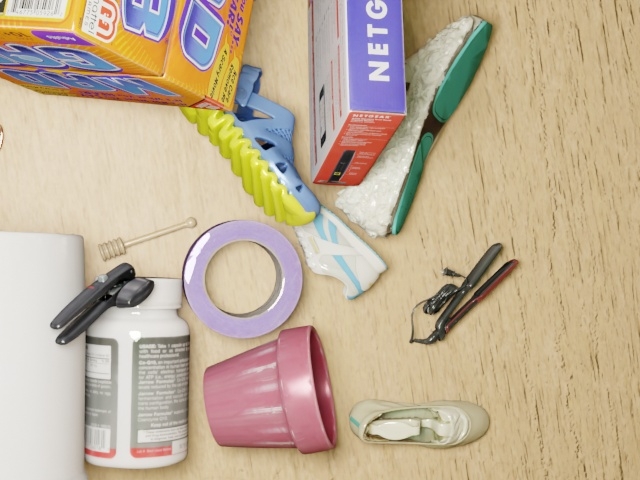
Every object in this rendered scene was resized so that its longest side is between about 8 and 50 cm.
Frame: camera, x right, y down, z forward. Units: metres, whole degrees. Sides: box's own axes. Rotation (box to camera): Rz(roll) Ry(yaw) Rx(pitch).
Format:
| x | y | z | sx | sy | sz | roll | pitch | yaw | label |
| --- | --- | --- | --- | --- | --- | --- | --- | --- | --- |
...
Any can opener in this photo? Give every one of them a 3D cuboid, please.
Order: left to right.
| x | y | z | sx | sy | sz | roll | pitch | yaw | label |
| --- | --- | --- | --- | --- | --- | --- | --- | --- | --- |
| -0.314 | 0.085 | 1.479 | 0.186 | 0.073 | 0.059 | -36 | 115 | -52 | can opener |

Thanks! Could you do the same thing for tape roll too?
| x | y | z | sx | sy | sz | roll | pitch | yaw | label |
| --- | --- | --- | --- | --- | --- | --- | --- | --- | --- |
| -0.127 | 0.060 | 1.693 | 0.189 | 0.080 | 0.189 | 0 | 91 | -11 | tape roll |

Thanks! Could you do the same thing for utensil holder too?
| x | y | z | sx | sy | sz | roll | pitch | yaw | label |
| --- | --- | --- | --- | --- | --- | --- | --- | --- | --- |
| -0.497 | 0.180 | 1.512 | 0.327 | 0.327 | 0.385 | 1 | 88 | -10 | utensil holder |

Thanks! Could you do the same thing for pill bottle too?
| x | y | z | sx | sy | sz | roll | pitch | yaw | label |
| --- | --- | --- | --- | --- | --- | --- | --- | --- | --- |
| -0.282 | 0.198 | 1.624 | 0.161 | 0.161 | 0.283 | 2 | 89 | -10 | pill bottle |

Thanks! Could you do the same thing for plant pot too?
| x | y | z | sx | sy | sz | roll | pitch | yaw | label |
| --- | --- | --- | --- | --- | --- | --- | --- | --- | --- |
| -0.081 | 0.246 | 1.657 | 0.180 | 0.201 | 0.201 | -12 | 93 | 6 | plant pot |

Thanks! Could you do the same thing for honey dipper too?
| x | y | z | sx | sy | sz | roll | pitch | yaw | label |
| --- | --- | --- | --- | --- | --- | --- | --- | --- | --- |
| -0.277 | -0.007 | 1.692 | 0.160 | 0.030 | 0.030 | -21 | 95 | -13 | honey dipper |

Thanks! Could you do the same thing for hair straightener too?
| x | y | z | sx | sy | sz | roll | pitch | yaw | label |
| --- | --- | --- | --- | --- | --- | --- | --- | --- | --- |
| 0.226 | 0.085 | 1.780 | 0.230 | 0.047 | 0.089 | -44 | 98 | -2 | hair straightener |

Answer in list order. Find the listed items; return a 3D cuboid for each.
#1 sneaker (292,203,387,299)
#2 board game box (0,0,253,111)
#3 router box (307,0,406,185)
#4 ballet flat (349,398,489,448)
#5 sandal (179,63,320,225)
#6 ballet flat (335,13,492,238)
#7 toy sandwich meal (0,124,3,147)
| x | y | z | sx | sy | sz | roll | pitch | yaw | label |
| --- | --- | --- | --- | --- | --- | --- | --- | --- | --- |
| 0.000 | 0.000 | 1.712 | 0.228 | 0.087 | 0.092 | 42 | 89 | -5 | sneaker |
| -0.322 | -0.402 | 1.422 | 0.356 | 0.356 | 0.356 | 9 | 86 | 27 | board game box |
| 0.046 | -0.285 | 1.566 | 0.082 | 0.301 | 0.335 | 2 | 75 | -10 | router box |
| 0.172 | 0.310 | 1.750 | 0.248 | 0.086 | 0.086 | 2 | 91 | -11 | ballet flat |
| -0.092 | -0.164 | 1.648 | 0.138 | 0.126 | 0.317 | -32 | 77 | -20 | sandal |
| 0.140 | -0.203 | 1.716 | 0.147 | 0.147 | 0.409 | 26 | 87 | -10 | ballet flat |
| -0.539 | -0.160 | 1.639 | 0.085 | 0.029 | 0.086 | 0 | 91 | -10 | toy sandwich meal |
